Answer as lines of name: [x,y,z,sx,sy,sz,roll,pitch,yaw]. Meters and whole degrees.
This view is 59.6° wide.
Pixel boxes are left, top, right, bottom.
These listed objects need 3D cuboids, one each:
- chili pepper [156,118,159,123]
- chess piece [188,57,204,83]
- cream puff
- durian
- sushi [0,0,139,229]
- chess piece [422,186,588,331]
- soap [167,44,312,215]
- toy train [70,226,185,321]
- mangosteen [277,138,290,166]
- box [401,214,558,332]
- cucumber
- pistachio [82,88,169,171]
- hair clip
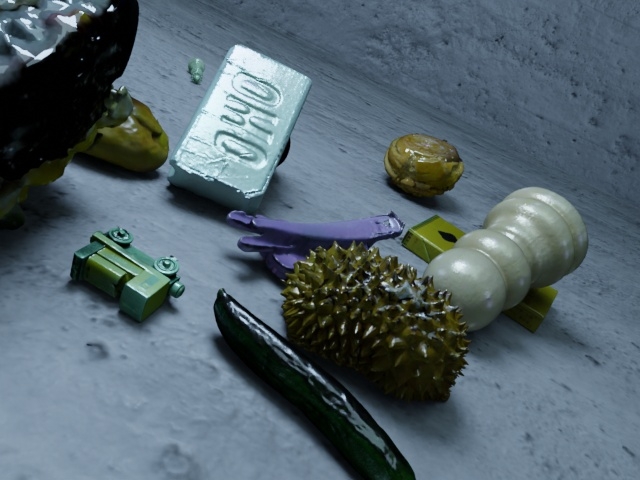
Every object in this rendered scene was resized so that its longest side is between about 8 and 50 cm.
chili pepper: [-0.297,-0.194,0.989,0.027,0.022,0.083,19,30,-17]
chess piece: [-0.306,-0.417,1.384,0.042,0.042,0.093,13,33,-24]
cream puff: [0.236,-0.168,1.299,0.189,0.129,0.189,12,32,-8]
durian: [0.067,0.076,0.667,0.249,0.138,0.183,23,63,10]
sushi: [-0.387,-0.152,0.569,0.327,0.285,0.329,16,48,-7]
chess piece: [0.278,0.034,0.879,0.299,0.167,0.167,-26,53,-37]
soap: [-0.125,-0.175,0.886,0.150,0.094,0.261,22,62,-4]
toy train: [-0.210,0.034,0.608,0.122,0.050,0.081,30,33,6]
mangosteen: [-0.115,-0.199,1.012,0.137,0.151,0.137,21,6,-2]
box: [0.297,0.050,1.038,0.279,0.041,0.153,35,29,19]
cucumber: [-0.013,0.149,0.563,0.284,0.056,0.056,40,29,22]
pistachio: [-0.318,-0.169,0.831,0.189,0.100,0.110,25,22,-4]
hair clip: [-0.003,0.010,0.810,0.278,0.090,0.137,-2,49,-32]
